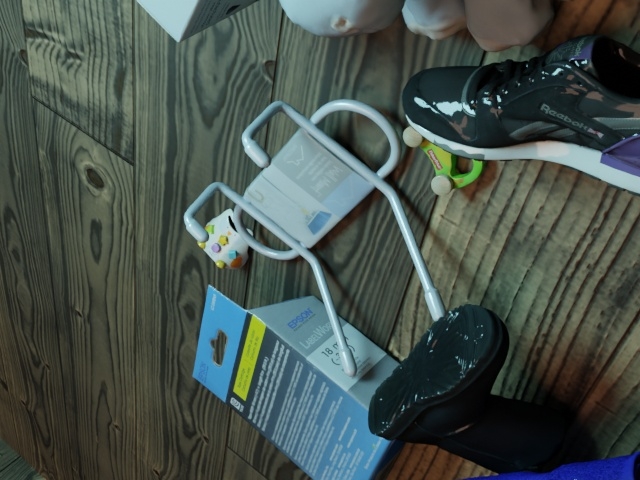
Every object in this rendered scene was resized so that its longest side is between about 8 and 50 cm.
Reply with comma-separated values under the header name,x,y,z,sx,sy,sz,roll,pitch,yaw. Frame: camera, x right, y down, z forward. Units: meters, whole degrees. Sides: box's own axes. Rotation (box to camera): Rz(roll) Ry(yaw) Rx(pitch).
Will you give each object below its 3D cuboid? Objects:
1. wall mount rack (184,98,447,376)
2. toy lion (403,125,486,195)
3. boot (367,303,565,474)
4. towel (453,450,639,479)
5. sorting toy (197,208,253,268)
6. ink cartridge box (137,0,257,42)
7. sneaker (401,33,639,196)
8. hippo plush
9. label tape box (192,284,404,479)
name,x,y,z,sx,sy,sz,roll,pitch,yaw
wall mount rack,0.000,0.000,1.007,0.304,0.130,0.350,39,142,-7
toy lion,0.143,-0.108,0.866,0.096,0.034,0.100,-23,102,42
boot,0.197,0.178,0.930,0.207,0.094,0.246,19,136,-18
towel,0.293,0.292,0.924,0.228,0.076,0.308,24,148,-29
sorting toy,-0.136,-0.006,1.206,0.083,0.045,0.075,46,121,6
ink cartridge box,-0.071,-0.301,0.783,0.087,0.208,0.153,46,141,2
sneaker,0.204,-0.135,0.711,0.283,0.107,0.124,15,147,25
hippo plush,0.093,-0.250,0.639,0.234,0.236,0.294,45,140,9
label tape box,-0.023,0.210,1.202,0.334,0.106,0.240,37,138,18
